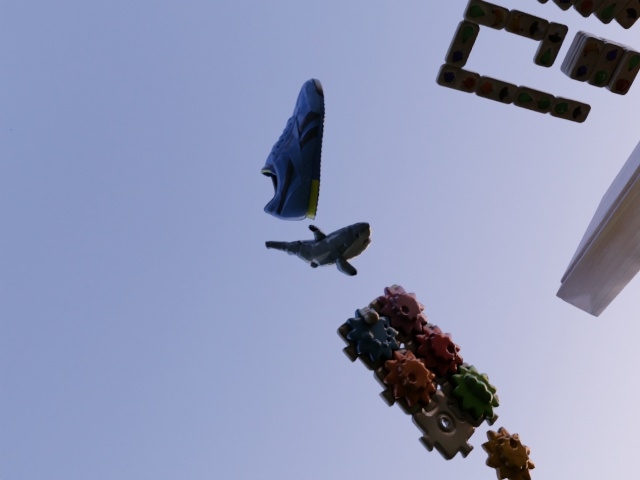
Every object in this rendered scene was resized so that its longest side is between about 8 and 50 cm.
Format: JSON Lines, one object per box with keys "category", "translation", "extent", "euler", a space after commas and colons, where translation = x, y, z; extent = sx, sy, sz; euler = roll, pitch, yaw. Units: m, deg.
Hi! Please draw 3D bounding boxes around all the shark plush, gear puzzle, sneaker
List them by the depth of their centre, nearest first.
{"category": "sneaker", "translation": [-0.038, -0.131, 0.966], "extent": [0.082, 0.069, 0.209], "euler": [6, -101, -5]}
{"category": "gear puzzle", "translation": [0.180, 0.212, 0.990], "extent": [0.339, 0.044, 0.175], "euler": [49, -135, 11]}
{"category": "shark plush", "translation": [0.000, 0.000, 1.043], "extent": [0.073, 0.161, 0.067], "euler": [-55, -37, -47]}

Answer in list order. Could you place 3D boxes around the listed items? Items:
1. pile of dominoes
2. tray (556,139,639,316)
{"category": "pile of dominoes", "translation": [0.299, -0.257, 0.894], "extent": [0.251, 0.040, 0.196], "euler": [10, -61, -16]}
{"category": "tray", "translation": [0.417, -0.077, 0.863], "extent": [0.076, 0.411, 0.203], "euler": [29, -114, 14]}
